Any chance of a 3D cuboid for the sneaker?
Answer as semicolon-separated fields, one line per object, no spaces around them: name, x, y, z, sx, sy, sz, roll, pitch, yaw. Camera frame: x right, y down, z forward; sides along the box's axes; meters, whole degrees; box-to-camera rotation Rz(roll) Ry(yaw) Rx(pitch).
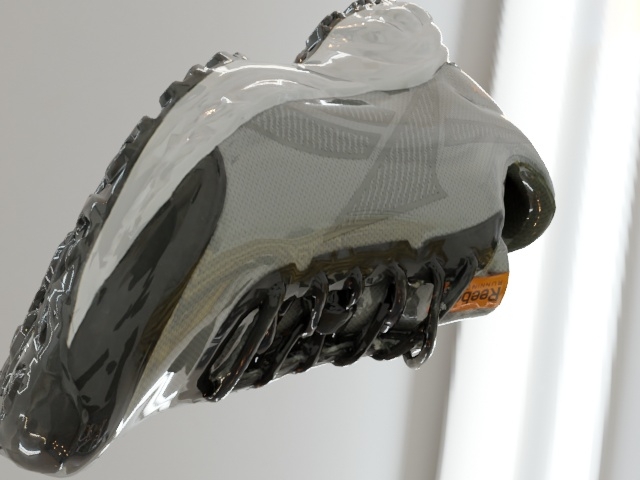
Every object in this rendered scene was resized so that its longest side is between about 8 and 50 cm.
sneaker;0.000;0.000;0.493;0.108;0.100;0.271;40;-145;9
